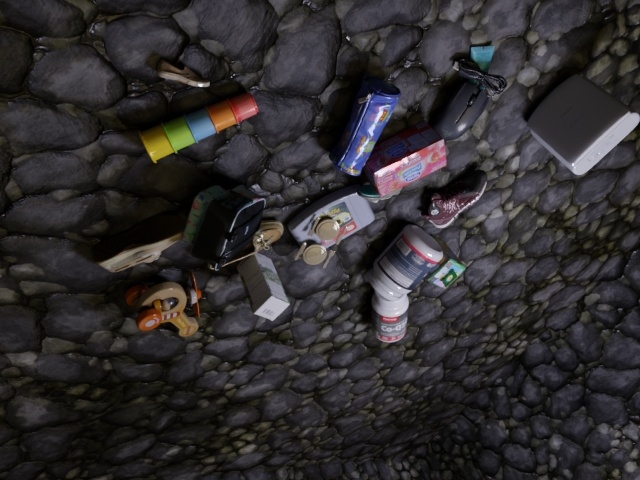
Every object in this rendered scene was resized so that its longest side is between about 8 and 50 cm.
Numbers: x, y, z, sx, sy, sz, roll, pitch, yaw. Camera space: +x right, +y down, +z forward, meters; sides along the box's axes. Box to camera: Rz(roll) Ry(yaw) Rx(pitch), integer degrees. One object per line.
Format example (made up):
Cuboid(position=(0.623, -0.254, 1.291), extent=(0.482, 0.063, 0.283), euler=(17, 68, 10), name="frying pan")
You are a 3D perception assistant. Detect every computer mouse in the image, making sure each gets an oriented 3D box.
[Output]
Cuboid(position=(0.453, -0.429, 1.672), extent=(0.189, 0.072, 0.272), euler=(24, 126, -9), name="computer mouse")

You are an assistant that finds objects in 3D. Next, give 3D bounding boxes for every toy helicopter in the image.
Cuboid(position=(-0.509, 0.244, 1.842), extent=(0.235, 0.140, 0.355), euler=(-32, 149, -10), name="toy helicopter")

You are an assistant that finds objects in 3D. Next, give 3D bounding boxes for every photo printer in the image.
Cuboid(position=(0.873, -0.409, 1.773), extent=(0.107, 0.307, 0.256), euler=(21, 122, -38), name="photo printer")

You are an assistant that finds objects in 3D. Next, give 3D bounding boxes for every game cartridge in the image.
Cuboid(position=(0.039, -0.074, 1.850), extent=(0.294, 0.060, 0.196), euler=(-30, 134, 2), name="game cartridge")

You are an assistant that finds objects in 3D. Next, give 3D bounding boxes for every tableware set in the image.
Cuboid(position=(0.000, 0.000, 1.837), extent=(0.128, 0.039, 0.194), euler=(18, 116, -24), name="tableware set")

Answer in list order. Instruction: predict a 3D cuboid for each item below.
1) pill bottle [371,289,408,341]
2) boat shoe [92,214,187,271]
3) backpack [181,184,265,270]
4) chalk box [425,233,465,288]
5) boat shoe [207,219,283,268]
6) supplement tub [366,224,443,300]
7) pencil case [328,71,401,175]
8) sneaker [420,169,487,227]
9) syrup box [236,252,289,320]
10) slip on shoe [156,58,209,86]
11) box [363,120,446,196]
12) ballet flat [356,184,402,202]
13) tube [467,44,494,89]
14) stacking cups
Cuboid(position=(0.302, 0.303, 2.266), extent=(0.161, 0.161, 0.283), euler=(-18, 137, -11), name="pill bottle")
Cuboid(position=(-0.540, 0.015, 1.597), extent=(0.302, 0.109, 0.098), euler=(-23, 143, 2), name="boat shoe")
Cuboid(position=(-0.284, -0.057, 1.578), extent=(0.253, 0.191, 0.225), euler=(-39, 159, -57), name="backpack")
Cuboid(position=(0.494, 0.103, 2.135), extent=(0.132, 0.213, 0.132), euler=(26, 115, -42), name="chalk box")
Cuboid(position=(-0.253, 0.019, 1.757), extent=(0.285, 0.089, 0.104), euler=(-23, 137, -6), name="boat shoe")
Cuboid(position=(0.332, 0.089, 2.054), extent=(0.191, 0.191, 0.272), euler=(20, 119, -39), name="supplement tub")
Cuboid(position=(0.128, -0.347, 1.581), extent=(0.133, 0.119, 0.306), euler=(-24, 147, -51), name="pencil case")
Cuboid(position=(0.491, -0.170, 1.957), extent=(0.163, 0.106, 0.281), euler=(20, 120, -36), name="sneaker")
Cuboid(position=(-0.202, 0.153, 1.803), extent=(0.096, 0.237, 0.093), euler=(-45, 135, 15), name="syrup box")
Cuboid(position=(-0.346, -0.425, 1.318), extent=(0.135, 0.051, 0.041), euler=(8, 115, -26), name="slip on shoe")
Cuboid(position=(0.274, -0.271, 1.726), extent=(0.257, 0.128, 0.122), euler=(-27, 137, -3), name="box")
Cuboid(position=(0.207, -0.164, 1.807), extent=(0.213, 0.072, 0.068), euler=(-21, 145, -35), name="ballet flat")
Cuboid(position=(0.504, -0.521, 1.669), extent=(0.080, 0.052, 0.207), euler=(-13, 131, -15), name="tube")
Cuboid(position=(-0.326, -0.320, 1.400), extent=(0.316, 0.096, 0.096), euler=(-27, 138, -6), name="stacking cups")
